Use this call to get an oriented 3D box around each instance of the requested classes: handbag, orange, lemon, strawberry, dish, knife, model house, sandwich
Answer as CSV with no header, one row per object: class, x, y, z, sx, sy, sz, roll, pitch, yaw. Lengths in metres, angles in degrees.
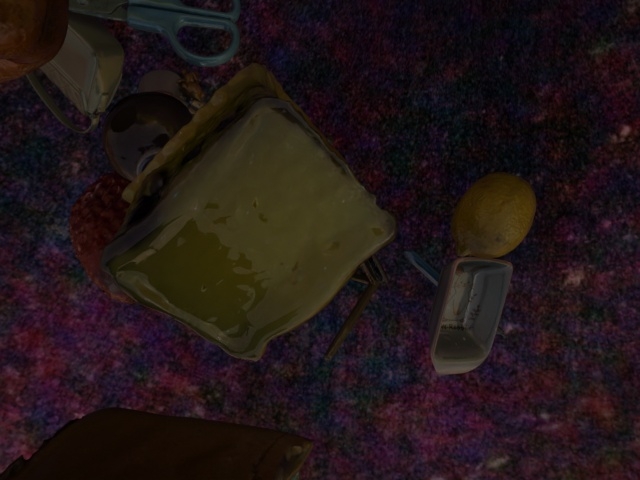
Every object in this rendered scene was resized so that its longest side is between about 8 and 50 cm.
handbag,-0.486,-0.336,0.968,0.256,0.079,0.219,45,127,10
orange,-0.431,-0.299,0.623,0.249,0.249,0.183,-13,108,28
lemon,0.186,-0.024,0.554,0.082,0.110,0.082,35,168,9
strawberry,-0.412,-0.010,1.162,0.310,0.292,0.291,26,154,48
dish,0.261,0.138,0.953,0.154,0.064,0.234,6,101,-31
knife,0.282,0.111,1.064,0.296,0.026,0.044,42,166,-15
model house,-0.069,-0.042,0.490,0.193,0.234,0.175,-44,115,10
sandwich,-0.121,0.195,0.284,0.212,0.245,0.063,0,113,19

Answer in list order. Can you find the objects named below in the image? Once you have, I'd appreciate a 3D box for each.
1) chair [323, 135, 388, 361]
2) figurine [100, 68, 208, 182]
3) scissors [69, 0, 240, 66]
chair,0.000,0.000,0.735,0.166,0.272,0.188,14,149,39
figurine,-0.255,-0.164,0.810,0.161,0.275,0.158,-6,125,5
scissors,-0.364,-0.407,0.880,0.447,0.192,0.029,2,164,-14
